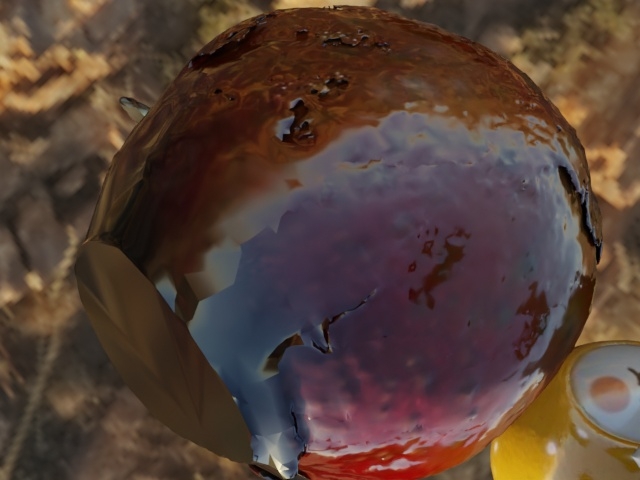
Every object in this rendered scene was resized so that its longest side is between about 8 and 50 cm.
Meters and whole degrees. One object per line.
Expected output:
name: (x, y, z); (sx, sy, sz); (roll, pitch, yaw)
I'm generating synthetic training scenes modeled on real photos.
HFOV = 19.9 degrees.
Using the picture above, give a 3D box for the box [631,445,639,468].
box: (0.408, 0.149, 1.356); (0.200, 0.299, 0.106); (-48, 116, -18)

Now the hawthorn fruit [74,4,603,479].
hawthorn fruit: (0.011, 0.011, 1.067); (0.316, 0.316, 0.316); (-22, 133, -26)

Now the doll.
doll: (0.269, 0.216, 1.639); (0.213, 0.236, 0.213); (-16, 149, -10)
